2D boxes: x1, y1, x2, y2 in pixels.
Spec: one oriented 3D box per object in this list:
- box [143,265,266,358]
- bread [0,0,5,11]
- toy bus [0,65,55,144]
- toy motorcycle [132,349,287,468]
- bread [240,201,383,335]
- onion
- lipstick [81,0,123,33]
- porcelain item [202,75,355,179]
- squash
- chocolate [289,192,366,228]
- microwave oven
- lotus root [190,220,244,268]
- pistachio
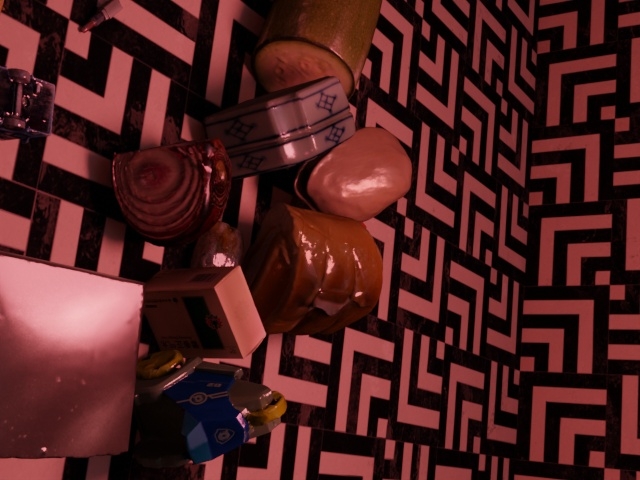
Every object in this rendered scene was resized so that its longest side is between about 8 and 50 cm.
[{"bbox_3d":[-0.237,0.146,1.777,0.095,0.212,0.168,-48,125,-48],"label":"box"},{"bbox_3d":[-0.535,-0.397,1.469,0.080,0.109,0.084,58,39,-31],"label":"bread"},{"bbox_3d":[-0.565,-0.232,1.387,0.297,0.131,0.106,15,75,-56],"label":"toy bus"},{"bbox_3d":[-0.233,0.330,1.667,0.200,0.327,0.191,-36,116,-49],"label":"toy motorcycle"},{"bbox_3d":[-0.001,0.093,2.013,0.341,0.210,0.300,14,118,-41],"label":"bread"},{"bbox_3d":[-0.278,-0.093,1.749,0.206,0.216,0.206,-30,118,-77],"label":"onion"},{"bbox_3d":[-0.422,-0.426,1.712,0.107,0.025,0.025,-54,131,-35],"label":"lipstick"},{"bbox_3d":[-0.089,-0.244,1.966,0.286,0.282,0.157,-35,112,-54],"label":"porcelain item"},{"bbox_3d":[0.008,-0.542,2.158,0.263,0.263,0.384,47,50,-44],"label":"squash"},{"bbox_3d":[0.000,0.000,2.242,0.235,0.108,0.237,47,52,-45],"label":"chocolate"},{"bbox_3d":[-0.496,0.149,1.187,0.374,0.432,0.236,17,73,-54],"label":"microwave oven"},{"bbox_3d":[-0.225,0.048,1.917,0.113,0.088,0.192,30,62,-34],"label":"lotus root"},{"bbox_3d":[0.078,-0.149,2.106,0.332,0.208,0.226,-19,119,-34],"label":"pistachio"}]
